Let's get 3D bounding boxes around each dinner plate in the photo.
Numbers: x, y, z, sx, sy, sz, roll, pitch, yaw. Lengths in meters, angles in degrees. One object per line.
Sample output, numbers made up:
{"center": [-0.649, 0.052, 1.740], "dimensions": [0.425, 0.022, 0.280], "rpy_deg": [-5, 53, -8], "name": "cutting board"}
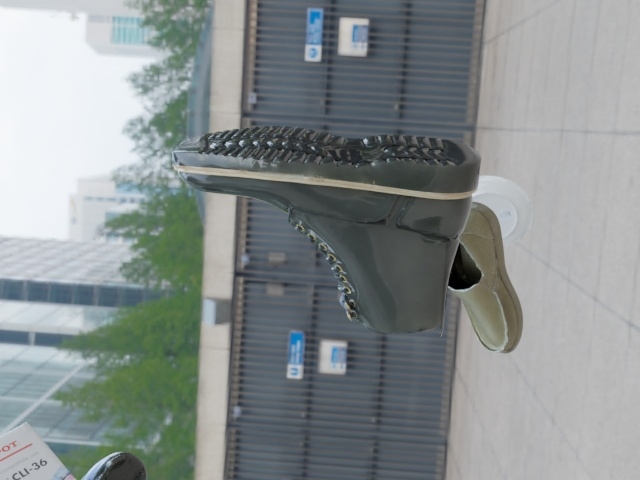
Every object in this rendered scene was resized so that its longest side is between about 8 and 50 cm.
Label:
{"center": [0.271, -0.040, 1.291], "dimensions": [0.017, 0.141, 0.141], "rpy_deg": [-71, -14, -54], "name": "dinner plate"}

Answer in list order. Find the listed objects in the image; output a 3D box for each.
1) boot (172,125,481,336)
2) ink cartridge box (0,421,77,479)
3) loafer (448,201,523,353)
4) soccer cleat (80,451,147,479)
{"center": [0.000, 0.000, 0.537], "dimensions": [0.077, 0.197, 0.137], "rpy_deg": [-70, -15, -64], "name": "boot"}
{"center": [-0.257, 0.231, 0.648], "dimensions": [0.115, 0.198, 0.067], "rpy_deg": [-27, -35, -42], "name": "ink cartridge box"}
{"center": [0.138, 0.039, 0.708], "dimensions": [0.056, 0.050, 0.148], "rpy_deg": [11, 124, 57], "name": "loafer"}
{"center": [-0.342, 0.408, 1.069], "dimensions": [0.289, 0.093, 0.121], "rpy_deg": [-48, 2, -37], "name": "soccer cleat"}
